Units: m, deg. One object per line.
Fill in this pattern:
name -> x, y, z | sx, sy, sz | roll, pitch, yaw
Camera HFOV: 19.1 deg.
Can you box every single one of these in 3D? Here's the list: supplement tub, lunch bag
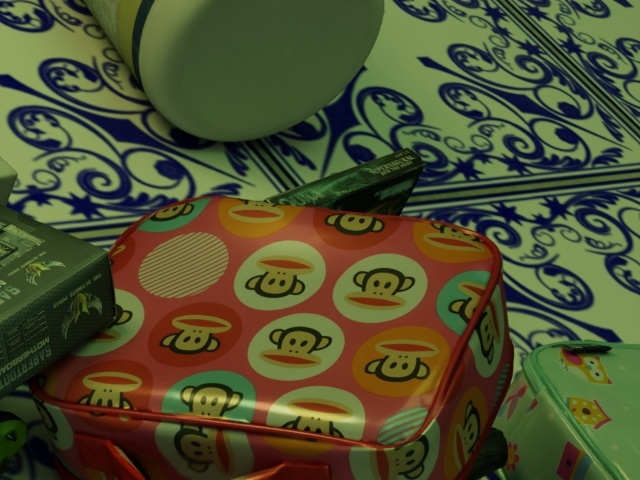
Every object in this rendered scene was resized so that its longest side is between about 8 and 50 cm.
supplement tub -> -0.109, -0.263, 1.697 | 0.228, 0.228, 0.316 | -2, 41, -36
lunch bag -> -0.035, 0.091, 1.242 | 0.293, 0.120, 0.258 | 7, 40, 22
lunch bag -> 0.267, 0.187, 1.423 | 0.224, 0.108, 0.279 | 1, 40, -33

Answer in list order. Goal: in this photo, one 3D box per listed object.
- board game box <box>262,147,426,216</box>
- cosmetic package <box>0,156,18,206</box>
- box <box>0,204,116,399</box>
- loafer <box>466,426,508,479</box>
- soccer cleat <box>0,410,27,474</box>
board game box -> 0.000, 0.000, 1.492 | 0.026, 0.126, 0.186 | 40, 35, 22
cosmetic package -> -0.342, -0.028, 1.342 | 0.117, 0.085, 0.231 | 42, 34, 24
box -> -0.273, 0.052, 1.197 | 0.183, 0.059, 0.232 | 21, 41, 33
loafer -> 0.052, 0.183, 1.327 | 0.223, 0.076, 0.078 | -14, 86, -44
soccer cleat -> -0.267, 0.130, 1.190 | 0.179, 0.060, 0.072 | -13, 48, -41
